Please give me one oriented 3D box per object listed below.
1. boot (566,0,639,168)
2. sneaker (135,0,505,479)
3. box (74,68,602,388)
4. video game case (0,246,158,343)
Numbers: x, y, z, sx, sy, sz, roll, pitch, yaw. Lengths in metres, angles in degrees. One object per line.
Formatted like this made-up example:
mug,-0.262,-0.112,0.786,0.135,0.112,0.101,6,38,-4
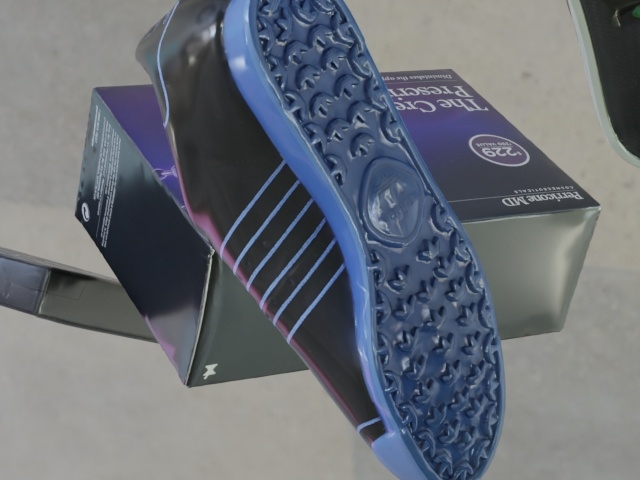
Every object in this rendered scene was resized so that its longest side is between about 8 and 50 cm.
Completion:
boot,0.138,-0.175,0.770,0.088,0.176,0.244,-10,116,8
sneaker,0.000,0.000,0.680,0.090,0.081,0.232,-8,108,48
box,0.007,-0.017,0.994,0.261,0.184,0.103,-7,128,-29
video game case,-0.226,0.017,1.071,0.248,0.035,0.275,15,177,19
